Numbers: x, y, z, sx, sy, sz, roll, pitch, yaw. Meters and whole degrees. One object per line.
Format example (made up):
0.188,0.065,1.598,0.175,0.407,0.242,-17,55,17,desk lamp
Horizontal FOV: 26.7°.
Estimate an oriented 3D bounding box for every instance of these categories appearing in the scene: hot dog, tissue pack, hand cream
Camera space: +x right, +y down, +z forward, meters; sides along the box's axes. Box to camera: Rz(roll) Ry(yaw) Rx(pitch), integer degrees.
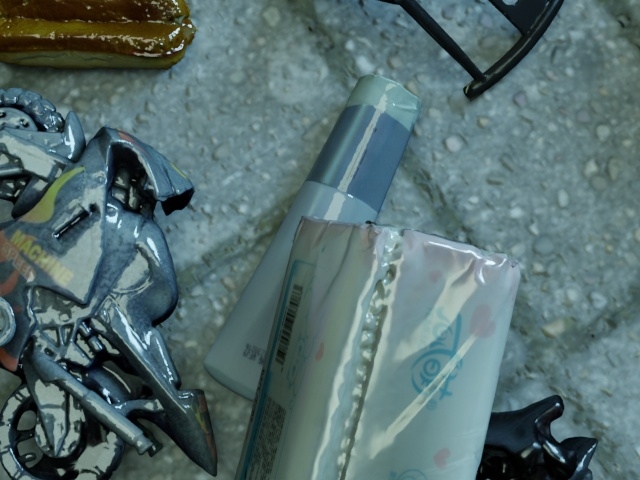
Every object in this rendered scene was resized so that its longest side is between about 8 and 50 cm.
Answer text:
-0.177,-0.166,1.031,0.165,0.045,0.071,3,78,4,hot dog
0.023,0.125,0.871,0.124,0.201,0.271,13,89,-17,tissue pack
0.000,0.000,0.990,0.079,0.048,0.255,24,85,13,hand cream

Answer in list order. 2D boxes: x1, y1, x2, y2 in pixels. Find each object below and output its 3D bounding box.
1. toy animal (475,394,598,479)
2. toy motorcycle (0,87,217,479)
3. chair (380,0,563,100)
0.158,0.210,0.937,0.117,0.121,0.210,-26,97,-45,toy animal
-0.166,0.030,0.967,0.173,0.108,0.307,-11,81,-4,toy motorcycle
0.055,-0.246,0.991,0.260,0.141,0.154,40,83,-35,chair
